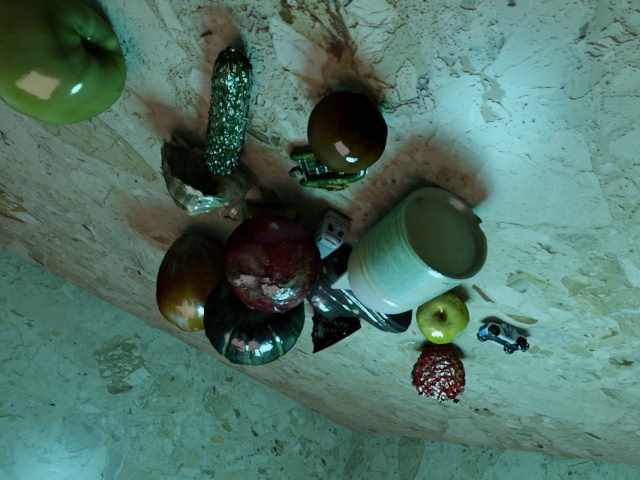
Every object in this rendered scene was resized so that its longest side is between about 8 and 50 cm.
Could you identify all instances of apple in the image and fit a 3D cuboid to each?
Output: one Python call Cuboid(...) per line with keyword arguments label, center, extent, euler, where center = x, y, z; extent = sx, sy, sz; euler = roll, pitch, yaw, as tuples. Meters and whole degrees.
Cuboid(label="apple", center=(-0.547, -0.370, 0.874), extent=(0.262, 0.263, 0.262), euler=(15, 148, 9))

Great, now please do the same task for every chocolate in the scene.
Cuboid(label="chocolate", center=(0.044, -0.210, 0.866), extent=(0.176, 0.177, 0.177), euler=(15, 148, 9))
Cuboid(label="chocolate", center=(0.039, 0.320, 1.723), extent=(0.224, 0.206, 0.177), euler=(-45, 67, 46))

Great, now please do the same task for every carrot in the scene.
Cuboid(label="carrot", center=(-0.172, -0.081, 1.268), extent=(0.260, 0.070, 0.070), euler=(8, 146, 23))

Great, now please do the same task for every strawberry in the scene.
Cuboid(label="strawberry", center=(0.463, 0.502, 1.677), extent=(0.233, 0.234, 0.178), euler=(4, 124, 25))

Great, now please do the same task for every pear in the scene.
Cuboid(label="pear", center=(0.389, 0.245, 1.357), extent=(0.177, 0.178, 0.178), euler=(15, 148, 9))

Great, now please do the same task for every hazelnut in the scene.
Cuboid(label="hazelnut", center=(-0.443, 0.150, 1.545), extent=(0.372, 0.315, 0.373), euler=(26, 123, 48))

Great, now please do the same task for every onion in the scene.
Cuboid(label="onion", center=(-0.136, 0.063, 1.149), extent=(0.276, 0.276, 0.276), euler=(15, 148, 9))

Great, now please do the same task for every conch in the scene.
Cuboid(label="conch", center=(-0.321, -0.143, 1.139), extent=(0.291, 0.210, 0.159), euler=(37, 130, -1))

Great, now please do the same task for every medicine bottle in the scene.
Cuboid(label="medicine bottle", center=(0.204, 0.061, 1.107), extent=(0.235, 0.236, 0.406), euler=(27, 147, -10))

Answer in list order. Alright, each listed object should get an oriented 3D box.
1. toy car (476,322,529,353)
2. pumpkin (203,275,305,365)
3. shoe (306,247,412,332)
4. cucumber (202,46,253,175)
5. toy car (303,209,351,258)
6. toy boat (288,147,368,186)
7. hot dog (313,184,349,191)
Cuboid(label="toy car", center=(0.617, 0.324, 1.426), extent=(0.170, 0.070, 0.080), euler=(24, 148, -3))
Cuboid(label="pumpkin", center=(-0.206, 0.232, 1.343), extent=(0.323, 0.323, 0.241), euler=(18, 151, 3))
Cuboid(label="shoe", center=(0.113, 0.194, 1.417), extent=(0.384, 0.171, 0.237), euler=(37, 138, -23))
Cuboid(label="cucumber", center=(-0.209, -0.288, 0.954), extent=(0.096, 0.096, 0.359), euler=(23, 146, -4))
Cuboid(label="toy car", center=(0.000, 0.000, 1.250), extent=(0.089, 0.108, 0.209), euler=(31, 147, -16))
Cuboid(label="toy boat", center=(0.019, -0.178, 1.020), extent=(0.210, 0.052, 0.104), euler=(1, 125, 29))
Cuboid(label="hot dog", center=(0.013, -0.147, 1.090), extent=(0.122, 0.037, 0.049), euler=(6, 142, 21))
